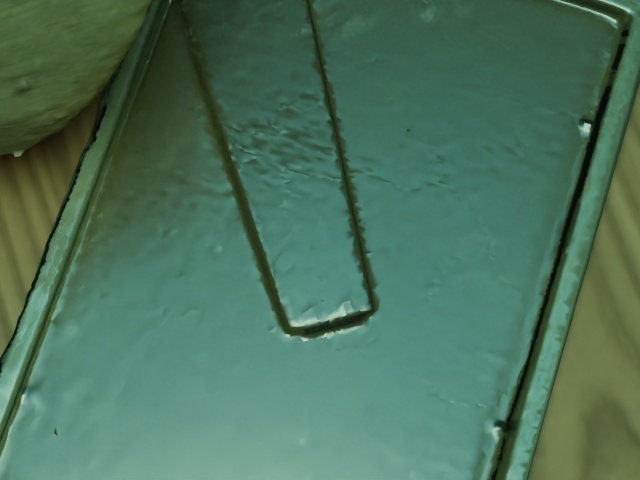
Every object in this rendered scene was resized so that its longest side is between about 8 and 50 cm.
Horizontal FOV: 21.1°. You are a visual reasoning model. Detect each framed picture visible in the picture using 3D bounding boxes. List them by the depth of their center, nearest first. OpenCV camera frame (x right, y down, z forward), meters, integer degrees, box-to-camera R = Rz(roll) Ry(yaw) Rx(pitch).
[{"bbox_3d":[0.000,0.000,0.751,0.232,0.024,0.315,18,74,3],"label":"framed picture"}]

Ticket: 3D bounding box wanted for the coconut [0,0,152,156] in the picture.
[{"bbox_3d":[-0.228,-0.198,0.637,0.415,0.345,0.415,-4,49,5],"label":"coconut"}]
